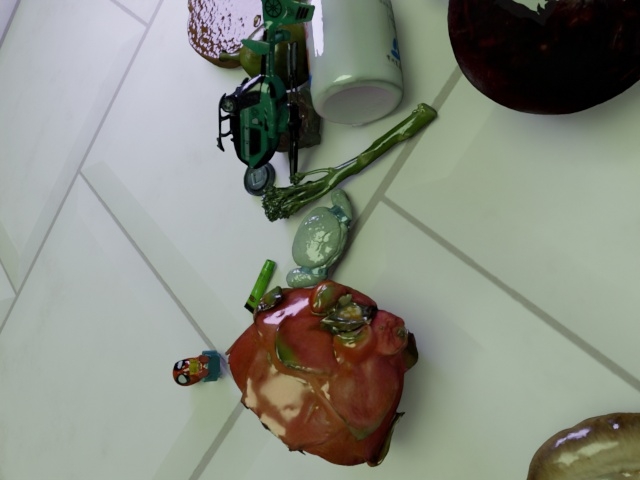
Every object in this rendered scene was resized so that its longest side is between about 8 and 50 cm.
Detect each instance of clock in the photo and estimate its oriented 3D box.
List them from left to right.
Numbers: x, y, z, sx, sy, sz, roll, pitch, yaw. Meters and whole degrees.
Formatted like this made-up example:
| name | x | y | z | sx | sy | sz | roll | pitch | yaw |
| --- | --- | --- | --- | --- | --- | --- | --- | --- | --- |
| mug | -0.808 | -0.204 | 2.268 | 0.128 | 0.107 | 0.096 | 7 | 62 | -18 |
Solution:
| name | x | y | z | sx | sy | sz | roll | pitch | yaw |
| --- | --- | --- | --- | --- | --- | --- | --- | --- | --- |
| clock | -0.136 | -0.139 | 1.172 | 0.085 | 0.017 | 0.085 | -8 | 77 | 36 |

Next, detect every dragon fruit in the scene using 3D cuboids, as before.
| name | x | y | z | sx | sy | sz | roll | pitch | yaw |
| --- | --- | --- | --- | --- | --- | --- | --- | --- | --- |
| dragon fruit | 0.024 | 0.180 | 0.833 | 0.305 | 0.305 | 0.225 | 38 | 96 | 36 |

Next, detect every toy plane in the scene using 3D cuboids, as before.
| name | x | y | z | sx | sy | sz | roll | pitch | yaw |
| --- | --- | --- | --- | --- | --- | --- | --- | --- | --- |
| toy plane | -0.101 | -0.268 | 0.988 | 0.156 | 0.106 | 0.381 | 17 | 128 | 11 |

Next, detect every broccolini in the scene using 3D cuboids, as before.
| name | x | y | z | sx | sy | sz | roll | pitch | yaw |
| --- | --- | --- | --- | --- | --- | --- | --- | --- | --- |
| broccolini | 0.036 | -0.155 | 1.011 | 0.392 | 0.074 | 0.078 | -34 | 46 | 25 |

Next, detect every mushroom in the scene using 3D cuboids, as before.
| name | x | y | z | sx | sy | sz | roll | pitch | yaw |
| --- | --- | --- | --- | --- | --- | --- | --- | --- | --- |
| mushroom | 0.381 | 0.338 | 0.613 | 0.279 | 0.146 | 0.277 | -6 | 77 | 25 |

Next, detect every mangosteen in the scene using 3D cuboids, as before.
| name | x | y | z | sx | sy | sz | roll | pitch | yaw |
| --- | --- | --- | --- | --- | --- | --- | --- | --- | --- |
| mangosteen | 0.320 | -0.305 | 0.716 | 0.298 | 0.293 | 0.296 | 1 | 63 | -2 |

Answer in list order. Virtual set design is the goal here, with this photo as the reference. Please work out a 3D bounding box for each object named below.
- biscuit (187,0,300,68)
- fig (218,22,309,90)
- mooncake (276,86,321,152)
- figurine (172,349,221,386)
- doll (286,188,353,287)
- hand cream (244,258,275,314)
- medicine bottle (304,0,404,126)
| name | x | y | z | sx | sy | sz | roll | pitch | yaw |
| --- | --- | --- | --- | --- | --- | --- | --- | --- | --- |
| biscuit | -0.177 | -0.597 | 1.258 | 0.359 | 0.074 | 0.381 | 41 | 104 | 32 |
| fig | -0.130 | -0.403 | 1.112 | 0.260 | 0.151 | 0.151 | 21 | 94 | 24 |
| mooncake | -0.061 | -0.249 | 1.104 | 0.130 | 0.073 | 0.125 | -7 | 79 | 38 |
| figurine | -0.272 | 0.282 | 1.159 | 0.140 | 0.075 | 0.068 | -22 | 69 | 43 |
| doll | 0.000 | 0.000 | 1.006 | 0.104 | 0.072 | 0.213 | 26 | 88 | 41 |
| hand cream | -0.128 | 0.098 | 1.117 | 0.036 | 0.023 | 0.121 | 32 | 104 | 33 |
| medicine bottle | 0.055 | -0.379 | 0.979 | 0.170 | 0.170 | 0.292 | -16 | 73 | 34 |
